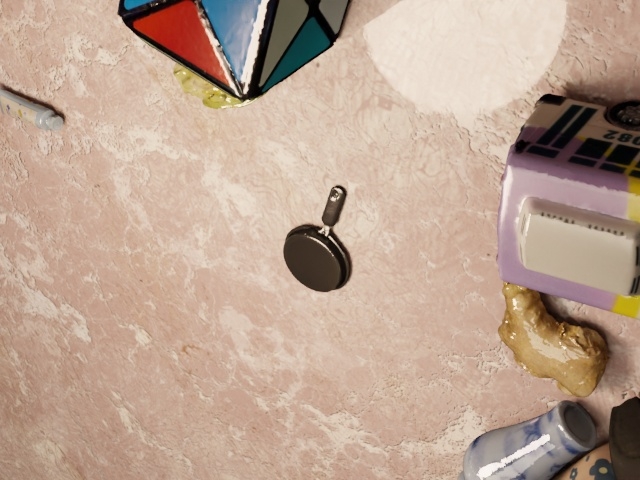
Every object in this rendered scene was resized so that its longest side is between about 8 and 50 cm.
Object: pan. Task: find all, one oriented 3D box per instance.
[{"bbox_3d":[0.000,0.000,1.784,0.136,0.028,0.235,31,133,16],"label":"pan"}]

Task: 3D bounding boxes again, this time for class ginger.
[{"bbox_3d":[0.343,0.153,1.601,0.213,0.074,0.137,40,126,2],"label":"ginger"}]

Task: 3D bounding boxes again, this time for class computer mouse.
[{"bbox_3d":[0.488,0.348,1.490,0.100,0.269,0.170,-38,97,15],"label":"computer mouse"}]

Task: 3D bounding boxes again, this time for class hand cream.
[{"bbox_3d":[-0.577,-0.253,2.034,0.170,0.043,0.065,22,134,26],"label":"hand cream"}]

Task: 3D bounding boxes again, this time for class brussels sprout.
[{"bbox_3d":[-0.148,-0.282,1.657,0.181,0.100,0.139,-6,105,41],"label":"brussels sprout"}]

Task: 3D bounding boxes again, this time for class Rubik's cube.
[{"bbox_3d":[-0.105,-0.384,1.446,0.246,0.250,0.248,34,136,14],"label":"Rubik's cube"}]

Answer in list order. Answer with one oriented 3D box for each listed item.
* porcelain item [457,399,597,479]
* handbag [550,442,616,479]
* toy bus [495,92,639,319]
[{"bbox_3d":[0.334,0.361,1.709,0.141,0.141,0.259,47,128,0],"label":"porcelain item"},{"bbox_3d":[0.440,0.476,1.659,0.190,0.193,0.251,39,134,1],"label":"handbag"},{"bbox_3d":[0.435,-0.021,1.285,0.439,0.249,0.209,17,128,27],"label":"toy bus"}]
